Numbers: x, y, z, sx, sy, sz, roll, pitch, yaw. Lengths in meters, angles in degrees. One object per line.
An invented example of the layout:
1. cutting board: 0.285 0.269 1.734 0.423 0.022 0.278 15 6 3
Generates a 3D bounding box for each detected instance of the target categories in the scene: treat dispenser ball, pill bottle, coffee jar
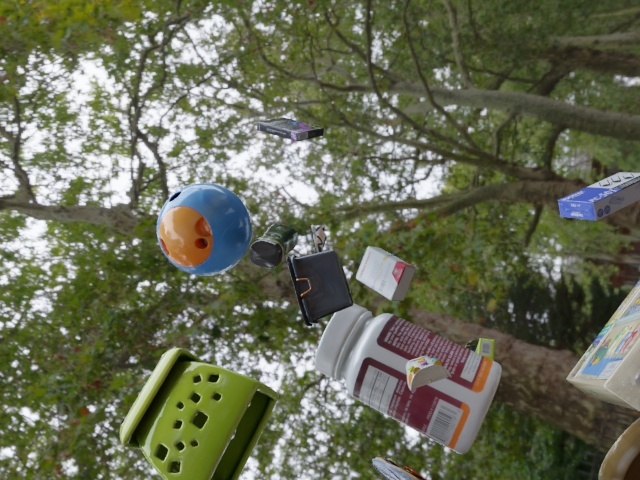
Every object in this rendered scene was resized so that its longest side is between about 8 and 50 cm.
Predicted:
1. treat dispenser ball: -0.357 -0.034 1.642 0.288 0.288 0.288 -17 -69 -53
2. pill bottle: 0.199 0.309 1.254 0.224 0.392 0.224 -53 -23 -34
3. coffee jar: -0.136 0.016 1.537 0.184 0.096 0.079 -49 -29 -66

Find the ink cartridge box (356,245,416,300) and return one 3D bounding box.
1. ink cartridge box: 0.222 0.111 1.812 0.072 0.175 0.127 8 -73 -45

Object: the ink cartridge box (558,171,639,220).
1. ink cartridge box: 0.663 -0.104 1.220 0.207 0.097 0.046 -22 -74 -18

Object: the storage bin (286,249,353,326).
1. storage bin: 0.001 0.080 0.980 0.098 0.091 0.135 45 -153 -76

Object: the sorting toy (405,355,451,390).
1. sorting toy: 0.201 0.249 1.039 0.075 0.083 0.044 -129 22 -78

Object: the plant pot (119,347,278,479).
1. plant pot: -0.236 0.345 1.031 0.227 0.207 0.228 -62 -15 -18

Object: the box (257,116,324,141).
1. box: -0.088 -0.325 1.541 0.116 0.162 0.029 -26 -53 -47

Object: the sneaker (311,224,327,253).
1. sneaker: 0.000 0.000 1.536 0.040 0.044 0.109 95 168 -62

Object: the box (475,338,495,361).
1. box: 0.425 0.333 1.393 0.178 0.043 0.109 68 -148 -62

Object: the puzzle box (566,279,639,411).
1. puzzle box: 0.509 0.130 0.830 0.272 0.052 0.409 -53 -22 0

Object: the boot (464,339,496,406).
1. boot: 0.509 0.498 1.792 0.269 0.089 0.236 88 -175 -53

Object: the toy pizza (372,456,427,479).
1. toy pizza: 0.203 0.530 1.153 0.032 0.201 0.201 -52 -43 -23

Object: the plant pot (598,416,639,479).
1. plant pot: 0.619 0.389 0.981 0.237 0.032 0.236 -12 -58 -20
